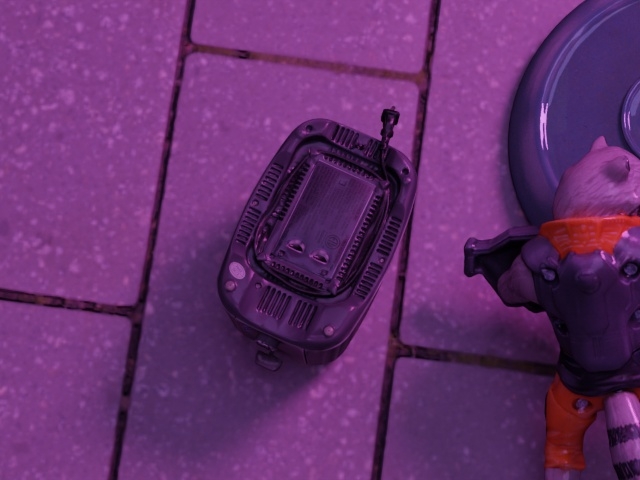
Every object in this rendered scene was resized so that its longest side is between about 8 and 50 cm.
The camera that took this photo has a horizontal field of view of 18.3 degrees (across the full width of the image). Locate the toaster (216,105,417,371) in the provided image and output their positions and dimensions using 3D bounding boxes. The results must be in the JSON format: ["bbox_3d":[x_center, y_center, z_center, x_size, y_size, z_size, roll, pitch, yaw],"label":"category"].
[{"bbox_3d":[0.000,0.000,1.681,0.129,0.146,0.227,24,75,4],"label":"toaster"}]

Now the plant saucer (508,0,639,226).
[{"bbox_3d":[0.314,-0.102,1.722,0.317,0.044,0.318,-5,72,16],"label":"plant saucer"}]

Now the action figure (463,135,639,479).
[{"bbox_3d":[0.283,0.074,1.596,0.341,0.178,0.330,-12,103,20],"label":"action figure"}]
